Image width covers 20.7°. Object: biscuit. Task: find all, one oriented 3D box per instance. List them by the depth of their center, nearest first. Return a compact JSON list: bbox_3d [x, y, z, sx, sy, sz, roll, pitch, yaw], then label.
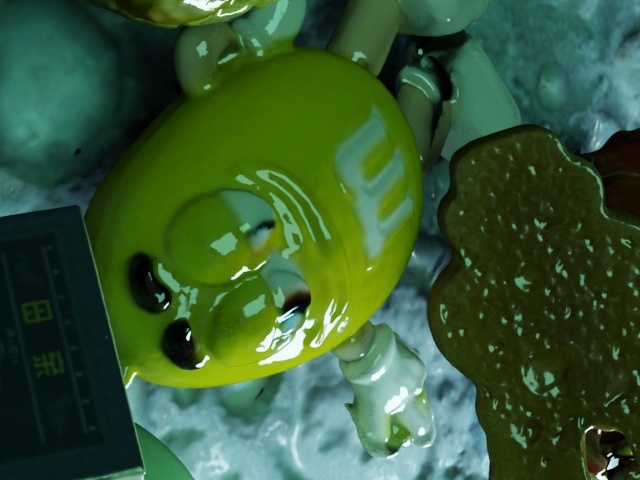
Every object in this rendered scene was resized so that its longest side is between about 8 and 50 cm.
[{"bbox_3d":[0.174,0.061,1.252,0.186,0.044,0.295,-16,98,0],"label":"biscuit"}]

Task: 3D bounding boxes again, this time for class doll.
[{"bbox_3d":[0.007,-0.036,1.247,0.348,0.161,0.423,31,69,-39],"label":"doll"}]

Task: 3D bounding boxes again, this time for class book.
[{"bbox_3d":[-0.250,0.079,0.993,0.269,0.025,0.191,-9,57,-13],"label":"book"}]

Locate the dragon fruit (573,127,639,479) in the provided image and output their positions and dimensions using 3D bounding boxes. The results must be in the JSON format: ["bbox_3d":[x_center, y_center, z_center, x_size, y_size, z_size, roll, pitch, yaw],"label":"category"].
[{"bbox_3d":[0.245,0.053,1.398,0.250,0.250,0.315,22,68,-37],"label":"dragon fruit"}]

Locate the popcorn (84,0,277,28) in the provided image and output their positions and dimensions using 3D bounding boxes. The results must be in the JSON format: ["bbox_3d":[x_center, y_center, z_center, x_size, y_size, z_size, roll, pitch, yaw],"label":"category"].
[{"bbox_3d":[-0.094,-0.226,1.070,0.235,0.217,0.181,28,87,-57],"label":"popcorn"}]

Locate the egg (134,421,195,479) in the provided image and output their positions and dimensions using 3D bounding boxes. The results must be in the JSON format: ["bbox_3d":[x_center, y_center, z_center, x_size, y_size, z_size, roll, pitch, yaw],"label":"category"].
[{"bbox_3d":[-0.167,0.218,1.086,0.220,0.220,0.270,-37,144,-29],"label":"egg"}]
